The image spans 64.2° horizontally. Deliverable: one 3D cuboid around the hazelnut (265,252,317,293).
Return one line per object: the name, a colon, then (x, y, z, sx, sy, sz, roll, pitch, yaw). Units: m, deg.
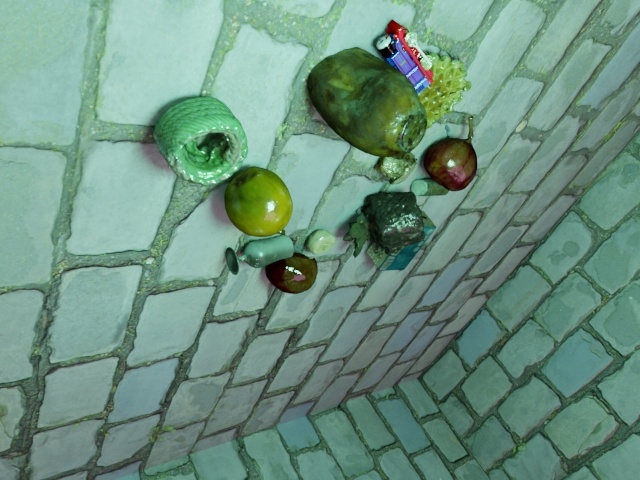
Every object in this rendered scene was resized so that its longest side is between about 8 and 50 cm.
hazelnut: (-0.112, 0.117, 1.957, 0.202, 0.160, 0.170, 28, 121, -25)

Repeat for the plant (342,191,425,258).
plant: (0.236, -0.060, 1.978, 0.313, 0.213, 0.215, -14, 142, 9)

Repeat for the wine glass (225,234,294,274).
wine glass: (-0.213, 0.046, 1.816, 0.231, 0.103, 0.103, -15, 142, -34)

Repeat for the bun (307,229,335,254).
bun: (0.000, 0.000, 1.975, 0.115, 0.069, 0.115, -25, 147, -17)

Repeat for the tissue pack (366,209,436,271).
tissue pack: (0.348, -0.005, 2.219, 0.192, 0.134, 0.270, 1, 133, -44)

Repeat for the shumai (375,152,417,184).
shumai: (0.265, -0.274, 1.839, 0.116, 0.145, 0.145, 34, 112, -16)

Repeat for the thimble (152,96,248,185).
thimble: (-0.306, -0.255, 1.305, 0.219, 0.150, 0.218, -24, 146, -18)

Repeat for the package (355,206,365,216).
package: (0.166, -0.097, 2.048, 0.037, 0.015, 0.110, -31, 145, -5)

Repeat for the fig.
fig: (0.518, -0.319, 1.936, 0.249, 0.204, 0.186, -51, -176, 0)

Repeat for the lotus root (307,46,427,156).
lotus root: (0.143, -0.364, 1.405, 0.251, 0.346, 0.250, -26, 140, -24)

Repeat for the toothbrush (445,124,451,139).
toothbrush: (0.504, -0.386, 1.982, 0.013, 0.019, 0.193, -36, 149, 1)

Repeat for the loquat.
loquat: (-0.176, -0.098, 1.550, 0.214, 0.213, 0.246, -34, 125, -2)

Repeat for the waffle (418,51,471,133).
waffle: (0.341, -0.470, 1.683, 0.297, 0.073, 0.317, 8, 130, -48)

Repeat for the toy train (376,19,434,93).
toy train: (0.241, -0.517, 1.468, 0.131, 0.082, 0.204, -39, 127, 13)

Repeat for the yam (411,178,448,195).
yam: (0.458, -0.220, 2.098, 0.179, 0.078, 0.078, -5, 137, -38)
